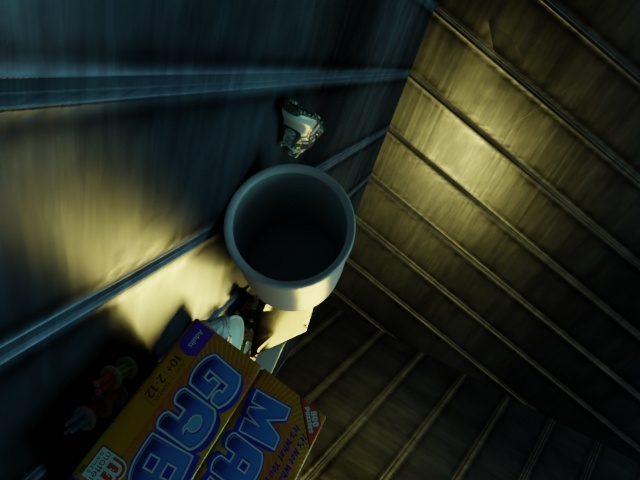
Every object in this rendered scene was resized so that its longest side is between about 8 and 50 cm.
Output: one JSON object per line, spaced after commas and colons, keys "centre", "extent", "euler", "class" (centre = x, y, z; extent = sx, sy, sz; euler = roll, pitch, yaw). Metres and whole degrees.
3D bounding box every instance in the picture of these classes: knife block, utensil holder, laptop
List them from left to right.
{"centre": [-0.238, 0.256, 1.905], "extent": [0.276, 0.088, 0.242], "euler": [-49, 163, -58], "class": "knife block"}
{"centre": [-0.132, 0.188, 1.950], "extent": [0.407, 0.236, 0.382], "euler": [-22, 146, -29], "class": "laptop"}
{"centre": [-0.083, 0.016, 1.404], "extent": [0.328, 0.327, 0.385], "euler": [-61, 174, -17], "class": "utensil holder"}

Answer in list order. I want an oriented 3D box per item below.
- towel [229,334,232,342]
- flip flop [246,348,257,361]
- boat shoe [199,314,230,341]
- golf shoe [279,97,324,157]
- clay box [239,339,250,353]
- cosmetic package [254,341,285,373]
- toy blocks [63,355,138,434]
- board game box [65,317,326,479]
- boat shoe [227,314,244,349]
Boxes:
{"centre": [-0.348, 0.347, 1.528], "extent": [0.152, 0.023, 0.113], "euler": [-3, 116, -45], "class": "towel"}
{"centre": [-0.328, 0.554, 2.265], "extent": [0.112, 0.080, 0.277], "euler": [-62, 171, -12], "class": "flip flop"}
{"centre": [-0.314, 0.367, 1.469], "extent": [0.103, 0.118, 0.321], "euler": [-14, 118, -35], "class": "boat shoe"}
{"centre": [-0.058, -0.295, 1.352], "extent": [0.120, 0.105, 0.273], "euler": [-57, 171, 2], "class": "golf shoe"}
{"centre": [-0.289, 0.382, 2.093], "extent": [0.222, 0.053, 0.128], "euler": [-52, 166, -58], "class": "clay box"}
{"centre": [-0.191, 0.393, 2.248], "extent": [0.377, 0.097, 0.285], "euler": [-71, -174, -52], "class": "cosmetic package"}
{"centre": [-0.440, 0.311, 0.995], "extent": [0.123, 0.054, 0.148], "euler": [-66, 171, 16], "class": "toy blocks"}
{"centre": [-0.278, 0.460, 1.076], "extent": [0.356, 0.356, 0.357], "euler": [-44, -170, 49], "class": "board game box"}
{"centre": [-0.346, 0.383, 1.639], "extent": [0.109, 0.091, 0.305], "euler": [28, 78, -37], "class": "boat shoe"}
